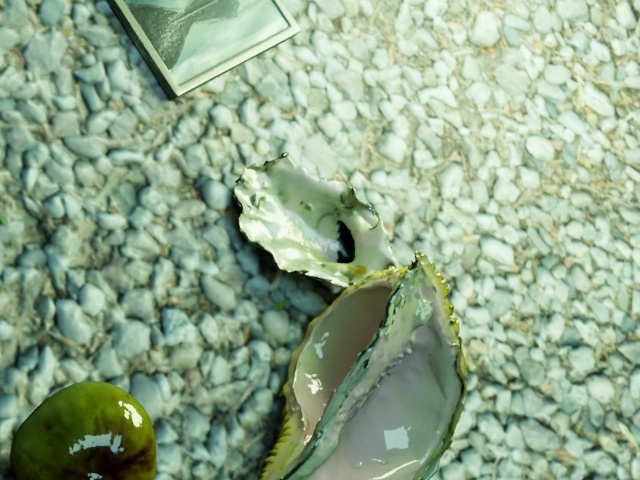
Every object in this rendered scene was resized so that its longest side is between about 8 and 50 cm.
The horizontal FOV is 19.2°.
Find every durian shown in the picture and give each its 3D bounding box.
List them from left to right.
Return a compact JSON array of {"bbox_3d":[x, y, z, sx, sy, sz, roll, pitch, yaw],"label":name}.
[{"bbox_3d":[0.059,0.180,1.967,0.196,0.185,0.305,35,76,-26],"label":"durian"}]

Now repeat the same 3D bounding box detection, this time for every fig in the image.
[{"bbox_3d":[-0.222,0.205,1.790,0.136,0.121,0.153,40,58,-20],"label":"fig"}]

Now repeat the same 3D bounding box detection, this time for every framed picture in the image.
[{"bbox_3d":[-0.131,-0.256,2.108,0.203,0.015,0.150,-32,89,-38],"label":"framed picture"}]

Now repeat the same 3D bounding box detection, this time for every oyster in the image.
[{"bbox_3d":[-0.001,-0.009,2.063,0.209,0.072,0.133,18,66,-4],"label":"oyster"}]
